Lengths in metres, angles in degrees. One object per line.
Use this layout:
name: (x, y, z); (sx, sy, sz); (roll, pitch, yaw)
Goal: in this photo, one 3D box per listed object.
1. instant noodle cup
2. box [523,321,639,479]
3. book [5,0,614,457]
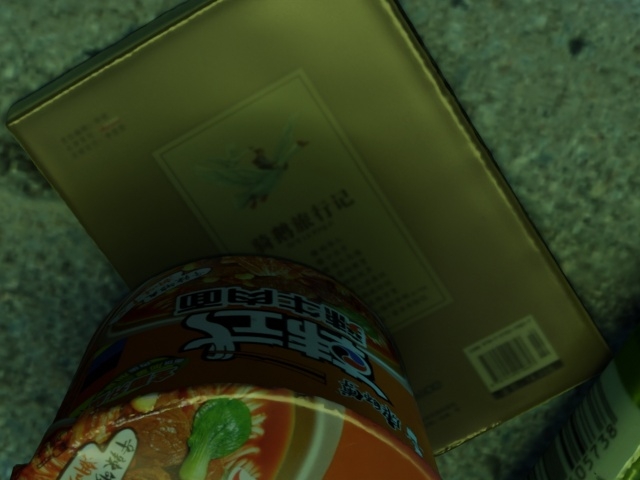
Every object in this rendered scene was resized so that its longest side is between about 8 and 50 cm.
instant noodle cup: (-0.046, 0.136, 1.014); (0.250, 0.192, 0.250); (-1, 116, -1)
box: (0.217, 0.104, 1.078); (0.134, 0.097, 0.345); (25, 112, -19)
book: (0.000, 0.000, 1.066); (0.217, 0.021, 0.310); (-28, 113, 13)
